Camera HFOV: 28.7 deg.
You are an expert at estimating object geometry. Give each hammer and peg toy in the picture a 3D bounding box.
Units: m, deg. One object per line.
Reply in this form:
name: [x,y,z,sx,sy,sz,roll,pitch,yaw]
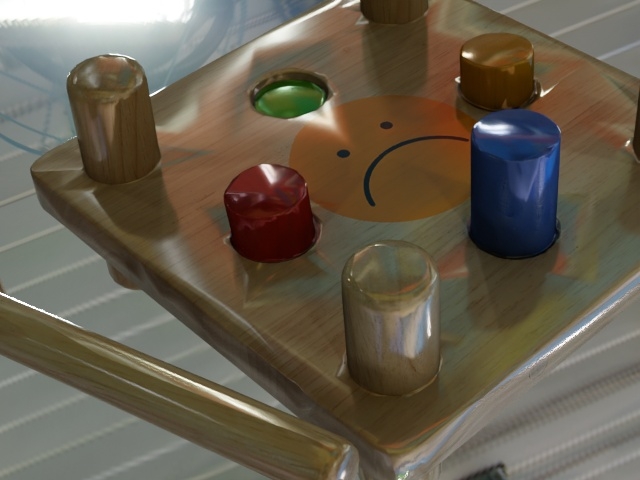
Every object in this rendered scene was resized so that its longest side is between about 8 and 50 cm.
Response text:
hammer and peg toy: [0.000,0.000,0.559,0.361,0.266,0.127,-34,-40,-29]
